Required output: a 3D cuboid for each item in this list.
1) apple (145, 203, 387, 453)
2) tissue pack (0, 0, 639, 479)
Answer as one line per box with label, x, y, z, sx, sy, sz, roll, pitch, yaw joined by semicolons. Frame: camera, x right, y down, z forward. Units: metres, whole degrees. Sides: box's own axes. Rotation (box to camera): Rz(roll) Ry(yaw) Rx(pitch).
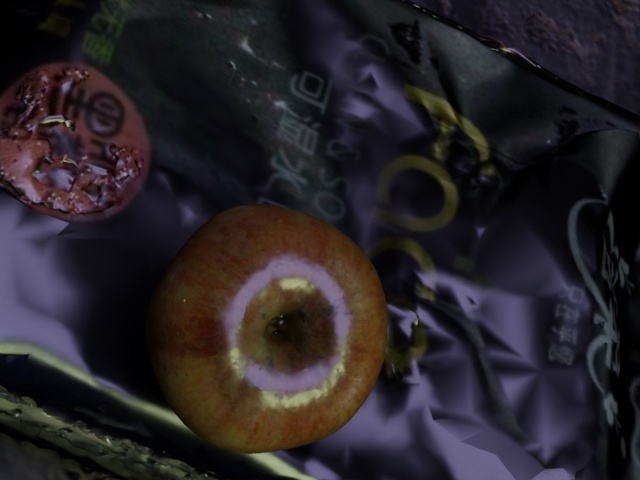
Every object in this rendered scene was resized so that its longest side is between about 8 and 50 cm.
apple;-0.018;0.030;0.535;0.084;0.071;0.084;2;80;-14
tissue pack;0.000;0.000;0.656;0.332;0.123;0.245;26;62;-16
